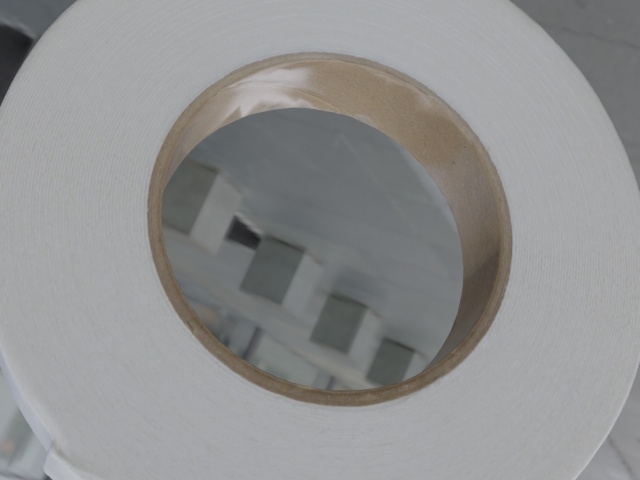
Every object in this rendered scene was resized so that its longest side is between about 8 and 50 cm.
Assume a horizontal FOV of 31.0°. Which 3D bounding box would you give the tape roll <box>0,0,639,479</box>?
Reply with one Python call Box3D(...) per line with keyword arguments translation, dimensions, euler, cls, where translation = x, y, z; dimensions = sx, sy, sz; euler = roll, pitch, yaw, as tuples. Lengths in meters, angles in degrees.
Box3D(translation=(0.000, 0.000, 0.666), dimensions=(0.392, 0.392, 0.072), euler=(25, 157, -5), cls="tape roll")
